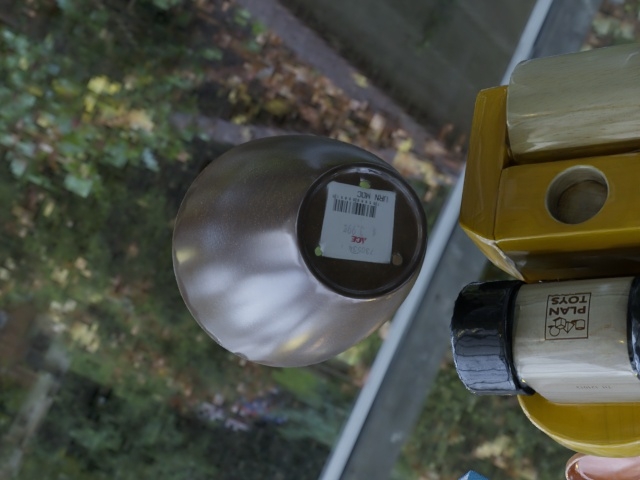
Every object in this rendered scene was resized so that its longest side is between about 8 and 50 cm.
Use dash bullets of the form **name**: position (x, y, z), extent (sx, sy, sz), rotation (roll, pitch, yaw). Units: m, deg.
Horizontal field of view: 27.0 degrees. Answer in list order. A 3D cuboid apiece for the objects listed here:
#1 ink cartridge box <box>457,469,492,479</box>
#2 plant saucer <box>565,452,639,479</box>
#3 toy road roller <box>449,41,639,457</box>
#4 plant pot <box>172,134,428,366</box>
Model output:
- **ink cartridge box**: position (0.131, 0.238, 0.896), extent (0.143, 0.090, 0.092), rotation (29, 143, -5)
- **plant saucer**: position (0.254, 0.198, 1.151), extent (0.084, 0.013, 0.083), rotation (6, 144, 4)
- **toy road roller**: position (0.251, 0.019, 1.126), extent (0.203, 0.329, 0.240), rotation (-5, 153, 30)
- **plant pot**: position (0.000, 0.000, 1.124), extent (0.215, 0.215, 0.230), rotation (26, 169, -12)
